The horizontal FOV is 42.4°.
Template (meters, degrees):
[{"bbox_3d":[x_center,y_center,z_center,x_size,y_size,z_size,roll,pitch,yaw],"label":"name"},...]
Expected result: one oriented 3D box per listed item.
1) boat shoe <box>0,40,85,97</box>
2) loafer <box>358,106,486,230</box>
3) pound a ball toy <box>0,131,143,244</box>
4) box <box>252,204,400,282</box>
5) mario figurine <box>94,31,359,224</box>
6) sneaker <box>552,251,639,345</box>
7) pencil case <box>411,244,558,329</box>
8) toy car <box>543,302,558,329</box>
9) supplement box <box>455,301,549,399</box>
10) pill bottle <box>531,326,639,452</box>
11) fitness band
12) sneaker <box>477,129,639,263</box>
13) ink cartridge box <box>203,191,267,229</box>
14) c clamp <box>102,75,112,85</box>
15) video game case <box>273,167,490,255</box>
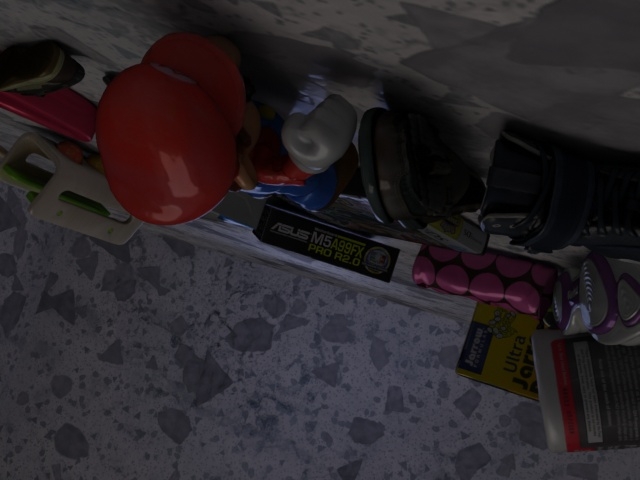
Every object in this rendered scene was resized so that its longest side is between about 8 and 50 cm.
[{"bbox_3d":[-0.301,-0.172,0.864,0.152,0.056,0.049,11,166,47],"label":"boat shoe"},{"bbox_3d":[0.094,-0.061,0.709,0.084,0.096,0.267,-5,175,14],"label":"loafer"},{"bbox_3d":[-0.477,-0.131,1.526,0.208,0.135,0.319,43,-174,26],"label":"pound a ball toy"},{"bbox_3d":[0.000,0.000,1.395,0.216,0.060,0.270,19,-179,-8],"label":"box"},{"bbox_3d":[-0.064,-0.106,0.699,0.198,0.170,0.320,-22,173,16],"label":"mario figurine"},{"bbox_3d":[0.381,0.068,0.995,0.152,0.114,0.305,3,177,4],"label":"sneaker"},{"bbox_3d":[0.249,0.060,1.253,0.210,0.095,0.098,17,179,24],"label":"pencil case"},{"bbox_3d":[0.424,0.145,1.288,0.182,0.136,0.159,19,174,-13],"label":"toy car"},{"bbox_3d":[0.417,0.220,1.694,0.195,0.194,0.356,16,174,20],"label":"supplement box"},{"bbox_3d":[0.462,0.193,1.135,0.319,0.176,0.176,-8,167,14],"label":"pill bottle"},{"bbox_3d":[-0.410,-0.192,1.036,0.209,0.054,0.291,11,173,25],"label":"fitness band"},{"bbox_3d":[0.211,-0.026,0.601,0.164,0.086,0.226,16,175,-17],"label":"sneaker"},{"bbox_3d":[-0.200,-0.083,1.266,0.134,0.077,0.231,23,172,-39],"label":"ink cartridge box"},{"bbox_3d":[-0.186,-0.122,0.908,0.137,0.022,0.160,45,179,4],"label":"c clamp"},{"bbox_3d":[0.048,-0.048,1.094,0.275,0.035,0.248,12,172,40],"label":"video game case"}]
